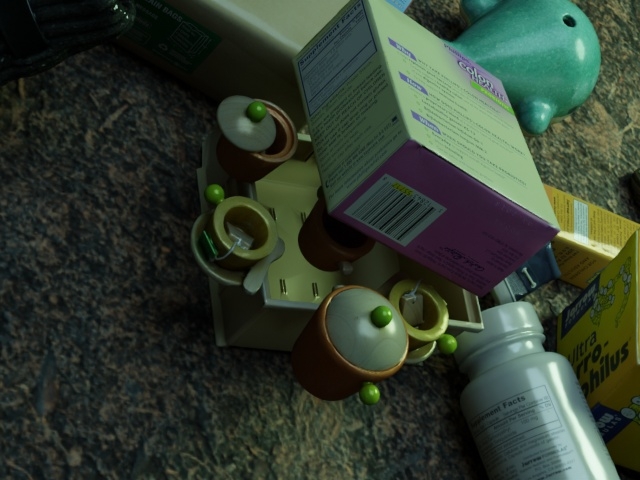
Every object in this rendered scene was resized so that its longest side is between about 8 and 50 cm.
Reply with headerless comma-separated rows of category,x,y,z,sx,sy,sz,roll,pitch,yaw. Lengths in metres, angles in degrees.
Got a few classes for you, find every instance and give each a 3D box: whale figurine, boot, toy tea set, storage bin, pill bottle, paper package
whale figurine,0.242,-0.237,1.876,0.272,0.141,0.216,-8,67,-35
boot,0.208,-0.018,1.712,0.086,0.069,0.190,-29,114,-3
toy tea set,0.000,0.000,1.419,0.336,0.124,0.200,49,48,3
storage bin,0.015,-0.008,1.599,0.262,0.123,0.260,7,59,-28
boot,-0.354,-0.297,1.448,0.348,0.260,0.131,60,12,5
pill bottle,0.225,0.190,1.602,0.131,0.131,0.229,-6,65,-35
paper package,-0.087,-0.323,1.686,0.324,0.168,0.309,31,56,-14

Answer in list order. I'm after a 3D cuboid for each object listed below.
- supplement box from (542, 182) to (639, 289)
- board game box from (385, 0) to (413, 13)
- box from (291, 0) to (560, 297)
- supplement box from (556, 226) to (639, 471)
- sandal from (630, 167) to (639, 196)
supplement box,0.340,0.012,1.824,0.233,0.078,0.080,19,53,-21
board game box,0.007,-0.394,1.901,0.281,0.027,0.145,39,47,-6
box,0.101,-0.098,1.481,0.213,0.117,0.243,28,33,-34
supplement box,0.473,0.165,1.699,0.356,0.194,0.195,19,50,-11
sandal,0.471,-0.004,1.936,0.090,0.060,0.219,-5,50,-41
